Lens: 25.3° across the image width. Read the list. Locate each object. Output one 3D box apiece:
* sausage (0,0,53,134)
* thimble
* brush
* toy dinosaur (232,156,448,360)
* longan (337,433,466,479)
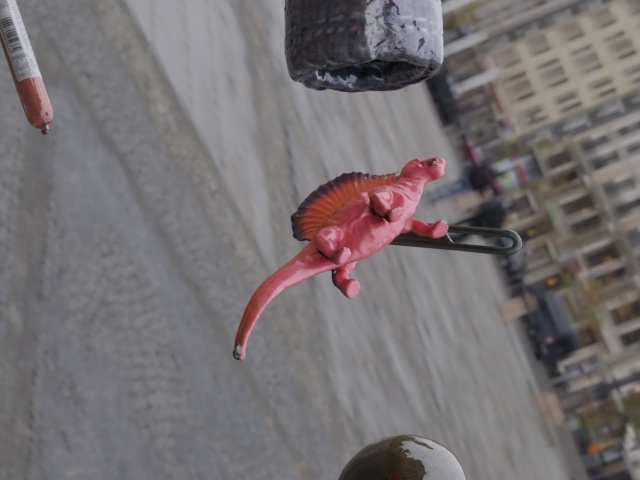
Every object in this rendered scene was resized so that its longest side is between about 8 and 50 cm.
[{"bbox_3d":[-0.317,-0.209,1.470,0.029,0.029,0.223,40,28,-73],"label":"sausage"},{"bbox_3d":[0.039,-0.199,1.336,0.150,0.150,0.098,34,53,-76],"label":"thimble"},{"bbox_3d":[0.092,-0.007,1.443,0.027,0.266,0.062,6,89,-44],"label":"brush"},{"bbox_3d":[-0.001,-0.005,1.391,0.139,0.286,0.070,42,-17,46],"label":"toy dinosaur"},{"bbox_3d":[0.106,0.350,1.954,0.204,0.185,0.159,-20,98,-66],"label":"longan"}]
